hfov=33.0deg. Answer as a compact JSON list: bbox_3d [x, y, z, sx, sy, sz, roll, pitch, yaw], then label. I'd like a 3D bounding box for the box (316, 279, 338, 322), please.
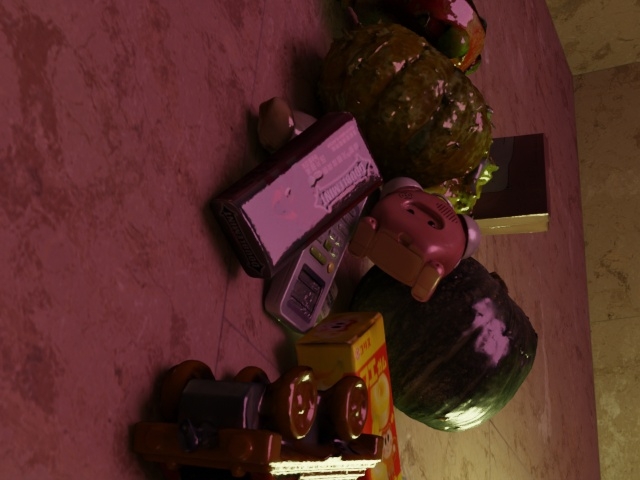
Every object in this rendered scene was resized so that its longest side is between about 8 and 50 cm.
[{"bbox_3d":[-0.001,0.076,1.568,0.083,0.024,0.054,-64,137,-55],"label":"box"}]

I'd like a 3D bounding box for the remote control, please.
[{"bbox_3d":[0.000,0.000,1.476,0.103,0.034,0.250,47,62,-54],"label":"remote control"}]

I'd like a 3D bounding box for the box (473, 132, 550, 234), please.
[{"bbox_3d":[0.397,-0.118,2.370,0.086,0.215,0.215,60,29,-57],"label":"box"}]

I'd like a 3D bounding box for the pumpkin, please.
[{"bbox_3d":[0.191,0.148,1.698,0.291,0.257,0.328,47,6,13],"label":"pumpkin"}]

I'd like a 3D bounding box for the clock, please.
[{"bbox_3d":[0.141,-0.015,1.550,0.162,0.166,0.093,-47,166,-44],"label":"clock"}]

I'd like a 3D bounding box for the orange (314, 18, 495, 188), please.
[{"bbox_3d":[0.126,-0.198,1.678,0.300,0.223,0.301,37,6,0],"label":"orange"}]

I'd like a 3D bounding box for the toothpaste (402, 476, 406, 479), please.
[{"bbox_3d":[0.125,0.533,1.639,0.125,0.080,0.371,39,38,-54],"label":"toothpaste"}]

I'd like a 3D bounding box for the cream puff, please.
[{"bbox_3d":[0.239,-0.109,2.024,0.282,0.185,0.282,43,40,-51],"label":"cream puff"}]

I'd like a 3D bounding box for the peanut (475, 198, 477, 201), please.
[{"bbox_3d":[0.294,-0.150,2.275,0.095,0.108,0.226,50,38,-36],"label":"peanut"}]

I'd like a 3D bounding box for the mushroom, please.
[{"bbox_3d":[0.007,-0.095,1.576,0.351,0.097,0.109,47,44,-47],"label":"mushroom"}]

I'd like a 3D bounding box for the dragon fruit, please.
[{"bbox_3d":[0.168,-0.374,1.835,0.130,0.295,0.268,-45,132,-13],"label":"dragon fruit"}]

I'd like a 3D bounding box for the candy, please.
[{"bbox_3d":[0.043,0.248,1.477,0.146,0.088,0.276,-35,120,-64],"label":"candy"}]

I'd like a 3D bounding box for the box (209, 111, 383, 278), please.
[{"bbox_3d":[-0.026,-0.061,1.372,0.224,0.069,0.120,-39,114,-32],"label":"box"}]

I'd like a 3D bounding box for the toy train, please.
[{"bbox_3d":[-0.053,0.254,1.200,0.369,0.163,0.231,23,68,-64],"label":"toy train"}]
